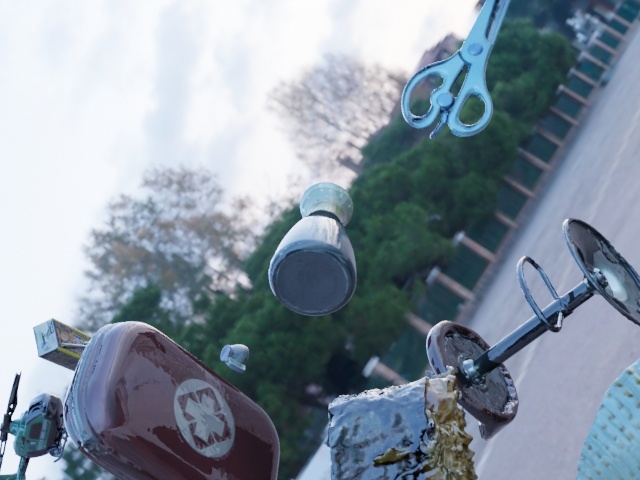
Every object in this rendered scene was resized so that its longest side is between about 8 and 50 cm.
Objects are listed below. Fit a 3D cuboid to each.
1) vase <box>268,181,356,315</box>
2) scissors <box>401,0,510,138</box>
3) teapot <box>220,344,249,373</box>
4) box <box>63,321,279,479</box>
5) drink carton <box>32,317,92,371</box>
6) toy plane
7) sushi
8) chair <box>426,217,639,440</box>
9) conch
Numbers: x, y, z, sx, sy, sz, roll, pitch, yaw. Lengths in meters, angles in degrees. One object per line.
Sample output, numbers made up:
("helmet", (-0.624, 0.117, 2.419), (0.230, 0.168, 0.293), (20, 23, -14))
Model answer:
("vase", (0.000, 0.000, 2.087), (0.321, 0.173, 0.173), (-78, 14, -59))
("scissors", (0.296, -0.367, 1.981), (0.393, 0.180, 0.032), (-64, -15, -14))
("teapot", (-0.214, 0.294, 2.502), (0.066, 0.057, 0.088), (-53, 32, 20))
("box", (-0.222, 0.301, 1.598), (0.108, 0.404, 0.263), (-32, 32, 29))
("drink carton", (-0.503, 0.215, 2.022), (0.056, 0.071, 0.166), (-23, -26, 13))
("toy plane", (-0.674, 0.462, 2.332), (0.106, 0.155, 0.381), (-96, 24, -49))
("sushi", (0.123, 0.365, 1.386), (0.208, 0.348, 0.234), (-13, -5, 15))
("chair", (0.349, 0.168, 1.731), (0.401, 0.226, 0.226), (-44, 0, 28))
("conch", (0.594, 0.357, 1.704), (0.319, 0.215, 0.303), (-37, -56, -28))
